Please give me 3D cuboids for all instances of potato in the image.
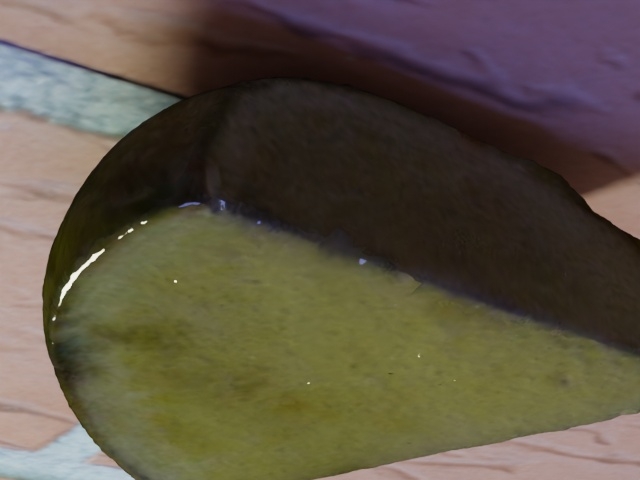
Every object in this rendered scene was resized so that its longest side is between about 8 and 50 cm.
[{"bbox_3d":[0.000,0.000,0.802,0.269,0.112,0.255,-17,148,18],"label":"potato"}]
